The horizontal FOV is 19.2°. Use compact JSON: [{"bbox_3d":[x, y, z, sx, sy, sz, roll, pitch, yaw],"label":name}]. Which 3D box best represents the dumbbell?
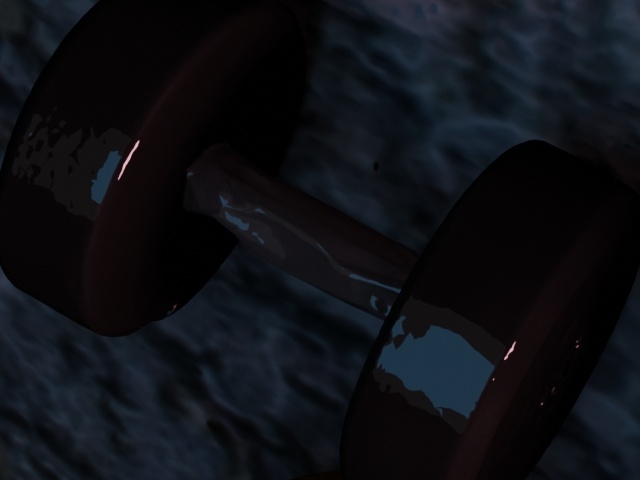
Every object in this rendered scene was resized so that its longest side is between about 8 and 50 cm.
[{"bbox_3d":[0.000,0.000,0.739,0.218,0.152,0.152,29,120,17],"label":"dumbbell"}]

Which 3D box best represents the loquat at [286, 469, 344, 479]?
[{"bbox_3d":[0.018,0.196,0.770,0.208,0.208,0.208,11,114,26],"label":"loquat"}]
